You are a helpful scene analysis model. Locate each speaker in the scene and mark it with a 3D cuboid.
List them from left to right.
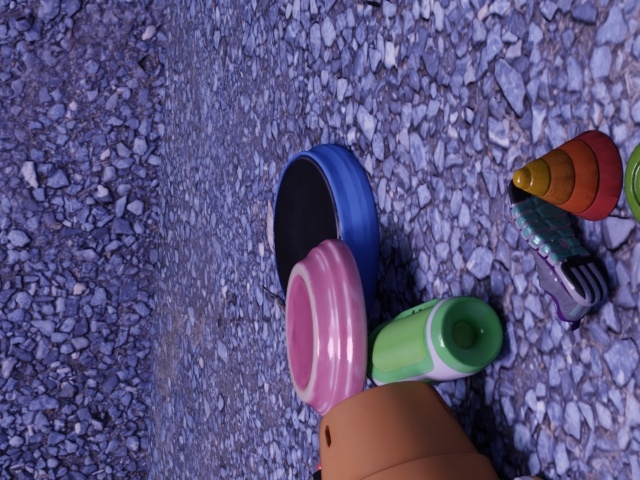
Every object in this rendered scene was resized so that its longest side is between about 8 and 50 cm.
[{"bbox_3d":[0.173,0.172,1.751,0.296,0.131,0.131,148,116,-64],"label":"speaker"}]

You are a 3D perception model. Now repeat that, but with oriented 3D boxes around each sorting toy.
[{"bbox_3d":[0.354,-0.068,1.295,0.365,0.126,0.127,-164,72,-66],"label":"sorting toy"}]

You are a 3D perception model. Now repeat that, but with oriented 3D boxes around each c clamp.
[{"bbox_3d":[-0.054,0.171,2.288,0.022,0.137,0.160,-48,45,10],"label":"c clamp"}]

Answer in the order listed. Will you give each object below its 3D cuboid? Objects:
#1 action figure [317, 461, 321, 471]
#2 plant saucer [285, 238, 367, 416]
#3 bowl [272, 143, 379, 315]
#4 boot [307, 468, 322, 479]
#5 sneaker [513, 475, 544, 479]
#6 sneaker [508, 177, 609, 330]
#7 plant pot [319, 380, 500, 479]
[{"bbox_3d":[0.077,0.532,2.095,0.091,0.139,0.280,15,129,64],"label":"action figure"},{"bbox_3d":[0.001,0.163,1.944,0.332,0.084,0.332,178,90,-76],"label":"plant saucer"},{"bbox_3d":[0.000,0.000,2.188,0.391,0.077,0.391,176,90,-66],"label":"bowl"},{"bbox_3d":[0.105,0.451,1.956,0.207,0.246,0.094,-47,21,15],"label":"boot"},{"bbox_3d":[0.271,0.491,1.565,0.112,0.131,0.296,-177,83,-65],"label":"sneaker"},{"bbox_3d":[0.306,0.015,1.479,0.098,0.083,0.223,107,149,-49],"label":"sneaker"},{"bbox_3d":[0.118,0.354,1.690,0.291,0.291,0.203,117,141,-50],"label":"plant pot"}]
